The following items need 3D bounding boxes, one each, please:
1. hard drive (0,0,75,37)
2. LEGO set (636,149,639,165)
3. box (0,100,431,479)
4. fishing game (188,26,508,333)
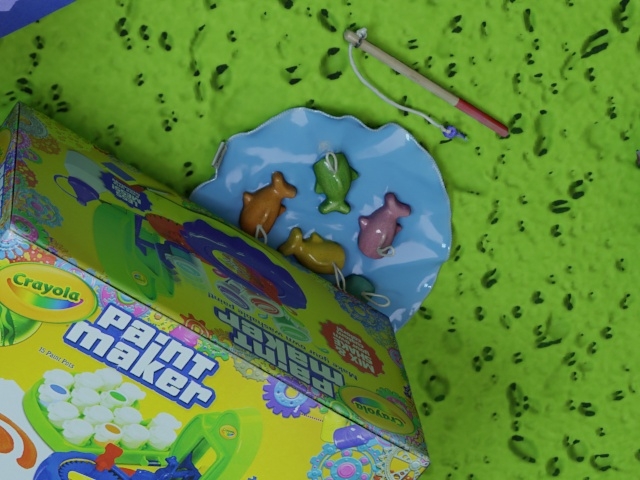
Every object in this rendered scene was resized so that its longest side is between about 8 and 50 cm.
[{"bbox_3d":[-0.177,-0.298,1.072,0.210,0.040,0.319,-27,114,-1],"label":"hard drive"},{"bbox_3d":[0.360,-0.014,1.254,0.331,0.192,0.255,-30,143,4],"label":"LEGO set"},{"bbox_3d":[-0.138,0.124,1.152,0.290,0.177,0.279,31,110,-21],"label":"box"},{"bbox_3d":[0.000,0.000,1.227,0.189,0.041,0.264,30,102,-23],"label":"fishing game"}]
